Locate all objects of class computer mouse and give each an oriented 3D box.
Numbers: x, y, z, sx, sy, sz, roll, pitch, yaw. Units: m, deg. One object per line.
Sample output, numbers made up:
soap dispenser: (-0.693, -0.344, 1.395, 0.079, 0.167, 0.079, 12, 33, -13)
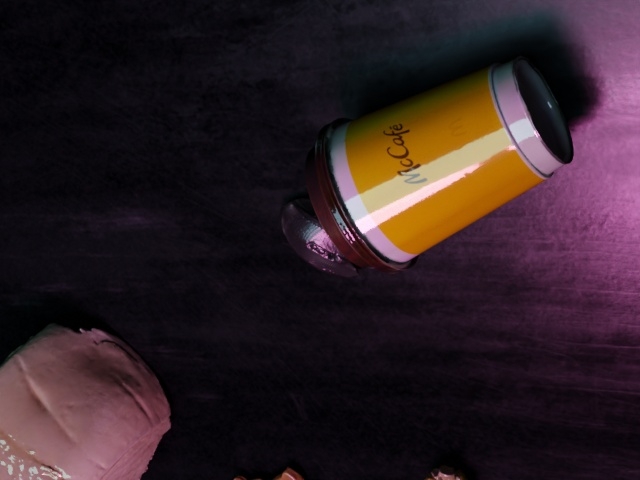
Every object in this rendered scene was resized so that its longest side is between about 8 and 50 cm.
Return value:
computer mouse: (0.000, 0.000, 1.521, 0.135, 0.047, 0.079, 38, 128, 2)

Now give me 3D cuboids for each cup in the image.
cup: (0.131, -0.088, 1.326, 0.280, 0.196, 0.196, -25, 103, 28)

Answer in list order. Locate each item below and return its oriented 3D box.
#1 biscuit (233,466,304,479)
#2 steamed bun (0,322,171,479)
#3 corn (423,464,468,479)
biscuit: (-0.022, 0.420, 1.771, 0.250, 0.035, 0.162, 26, 130, 14)
steamed bun: (-0.388, 0.269, 1.773, 0.290, 0.273, 0.272, 31, 111, 5)
corn: (0.172, 0.411, 1.638, 0.080, 0.080, 0.238, 13, 124, 21)
